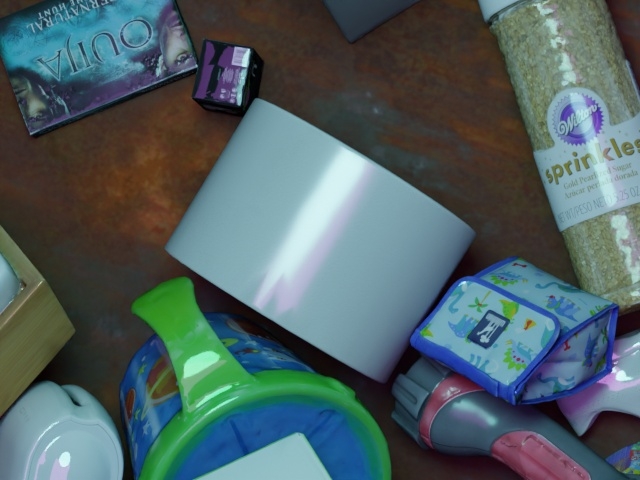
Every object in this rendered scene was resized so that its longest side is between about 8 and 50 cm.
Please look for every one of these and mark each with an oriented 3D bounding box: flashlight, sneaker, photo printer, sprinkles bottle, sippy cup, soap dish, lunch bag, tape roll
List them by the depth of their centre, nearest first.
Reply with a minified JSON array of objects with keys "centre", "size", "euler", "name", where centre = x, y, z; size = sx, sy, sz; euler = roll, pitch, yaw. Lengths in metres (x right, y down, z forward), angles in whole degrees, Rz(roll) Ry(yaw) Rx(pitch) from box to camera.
[{"centre":[0.192,0.206,1.814],"size":[0.304,0.103,0.103],"euler":[39,109,41],"name":"flashlight"},{"centre":[0.177,0.089,1.824],"size":[0.129,0.151,0.096],"euler":[27,130,38],"name":"lunch bag"},{"centre":[-0.081,0.183,1.839],"size":[0.240,0.224,0.306],"euler":[5,112,-23],"name":"sippy cup"},{"centre":[0.000,0.000,1.855],"size":[0.246,0.246,0.169],"euler":[32,90,9],"name":"tape roll"},{"centre":[-0.270,0.284,1.862],"size":[0.107,0.256,0.308],"euler":[12,87,-19],"name":"photo printer"},{"centre":[0.327,0.125,1.892],"size":[0.212,0.080,0.094],"euler":[-19,87,15],"name":"sneaker"},{"centre":[0.255,-0.107,1.894],"size":[0.121,0.121,0.355],"euler":[-19,83,5],"name":"sprinkles bottle"},{"centre":[-0.368,0.077,1.894],"size":[0.229,0.118,0.291],"euler":[-49,37,0],"name":"soap dish"}]

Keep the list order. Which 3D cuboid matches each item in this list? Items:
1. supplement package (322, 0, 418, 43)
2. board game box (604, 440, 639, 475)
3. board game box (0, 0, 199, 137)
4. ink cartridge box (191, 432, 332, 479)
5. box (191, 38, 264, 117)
[{"centre":[0.046,-0.340,1.869],"size":[0.199,0.262,0.198],"euler":[-32,81,3],"name":"supplement package"},{"centre":[0.320,0.217,1.839],"size":[0.133,0.168,0.033],"euler":[-27,121,-16],"name":"board game box"},{"centre":[-0.226,-0.195,2.010],"size":[0.186,0.026,0.126],"euler":[-22,82,5],"name":"board game box"},{"centre":[-0.051,0.333,1.724],"size":[0.198,0.115,0.273],"euler":[-25,122,-9],"name":"ink cartridge box"},{"centre":[-0.090,-0.158,1.960],"size":[0.052,0.083,0.062],"euler":[11,86,7],"name":"box"}]
